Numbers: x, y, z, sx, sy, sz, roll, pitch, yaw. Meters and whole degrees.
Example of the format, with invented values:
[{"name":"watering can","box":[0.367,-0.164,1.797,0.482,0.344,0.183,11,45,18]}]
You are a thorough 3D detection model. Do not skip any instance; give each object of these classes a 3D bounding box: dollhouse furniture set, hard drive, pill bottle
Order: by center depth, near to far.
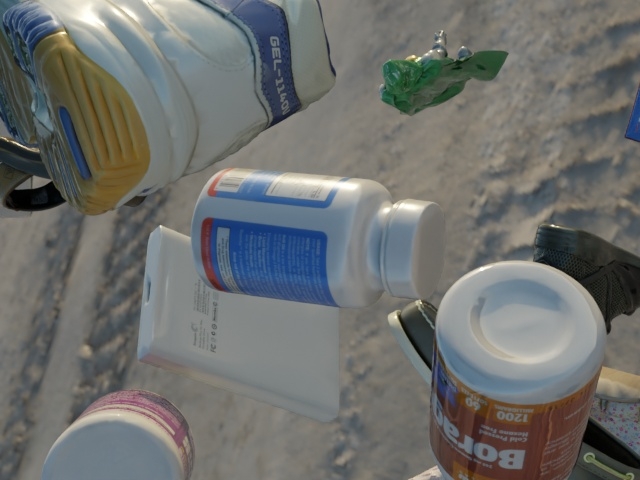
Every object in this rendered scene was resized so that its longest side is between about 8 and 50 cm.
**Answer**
[{"name":"pill bottle","box":[0.143,0.125,0.931,0.216,0.121,0.121,87,-176,-49]},{"name":"pill bottle","box":[0.000,0.000,1.162,0.221,0.124,0.124,7,71,25]},{"name":"pill bottle","box":[-0.245,0.279,1.551,0.301,0.169,0.169,-140,73,-88]},{"name":"hard drive","box":[-0.106,0.119,1.713,0.040,0.307,0.203,-36,42,41]},{"name":"dollhouse furniture set","box":[0.394,0.362,1.922,0.174,0.355,0.303,-43,-43,-48]}]

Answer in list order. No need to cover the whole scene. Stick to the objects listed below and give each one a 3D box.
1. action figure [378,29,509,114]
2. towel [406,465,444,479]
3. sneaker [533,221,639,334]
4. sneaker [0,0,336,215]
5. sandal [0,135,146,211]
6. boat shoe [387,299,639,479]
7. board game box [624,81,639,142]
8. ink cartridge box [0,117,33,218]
[{"name":"action figure","box":[0.114,-0.178,1.324,0.137,0.063,0.232,-36,-6,21]},{"name":"towel","box":[0.227,0.456,1.933,0.332,0.317,0.053,-27,38,8]},{"name":"sneaker","box":[0.292,0.066,1.307,0.087,0.227,0.130,17,90,43]},{"name":"sneaker","box":[-0.094,-0.102,0.594,0.296,0.131,0.112,45,151,52]},{"name":"sandal","box":[-0.231,-0.049,1.007,0.219,0.090,0.060,16,93,31]},{"name":"boat shoe","box":[0.199,0.160,1.240,0.091,0.305,0.109,-45,4,18]},{"name":"board game box","box":[0.408,-0.209,1.217,0.027,0.145,0.281,-42,-33,-52]},{"name":"ink cartridge box","box":[-0.429,-0.115,1.159,0.270,0.198,0.197,0,91,43]}]
